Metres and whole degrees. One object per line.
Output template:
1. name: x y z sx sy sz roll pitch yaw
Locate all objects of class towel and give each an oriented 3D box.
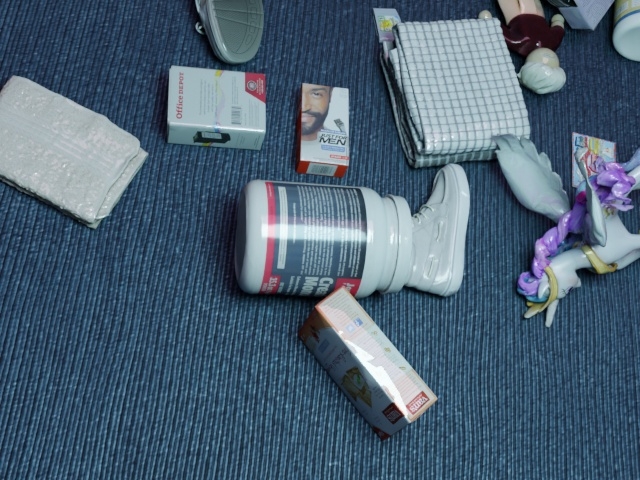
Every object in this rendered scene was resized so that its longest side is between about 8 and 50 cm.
1. towel: 0.254 -0.286 1.670 0.234 0.121 0.284 -8 70 -15
2. towel: -0.458 -0.154 1.479 0.282 0.049 0.187 26 63 -1

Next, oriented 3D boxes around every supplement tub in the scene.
1. supplement tub: 0.709 -0.504 1.855 0.144 0.144 0.200 15 65 -6
2. supplement tub: 0.000 0.000 1.440 0.272 0.191 0.191 3 66 -11

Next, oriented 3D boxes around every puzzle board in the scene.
1. puzzle board: 0.555 -0.155 1.740 0.096 0.011 0.128 12 65 -8

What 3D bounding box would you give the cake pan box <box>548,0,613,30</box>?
1. cake pan box: 0.553 -0.608 1.775 0.245 0.070 0.267 40 81 -31

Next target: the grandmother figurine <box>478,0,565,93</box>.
1. grandmother figurine: 0.428 -0.455 1.794 0.207 0.104 0.343 -7 66 -11

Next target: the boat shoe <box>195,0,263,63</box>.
1. boat shoe: -0.195 -0.477 1.666 0.118 0.103 0.321 -5 73 -36

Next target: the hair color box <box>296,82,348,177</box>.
1. hair color box: 0.004 -0.207 1.609 0.093 0.053 0.167 5 65 -11

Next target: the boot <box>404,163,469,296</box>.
1. boot: 0.193 -0.032 1.551 0.123 0.095 0.258 12 65 -16

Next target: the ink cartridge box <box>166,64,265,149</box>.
1. ink cartridge box: -0.191 -0.241 1.566 0.175 0.072 0.128 3 66 -12

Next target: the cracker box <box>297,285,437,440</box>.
1. cracker box: 0.069 0.202 1.387 0.067 0.156 0.232 -36 78 -24

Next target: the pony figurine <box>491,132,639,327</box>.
1. pony figurine: 0.492 -0.051 1.531 0.363 0.303 0.351 -23 113 -9

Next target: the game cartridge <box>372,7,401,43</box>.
1. game cartridge: 0.139 -0.441 1.765 0.055 0.017 0.083 -2 67 -18
